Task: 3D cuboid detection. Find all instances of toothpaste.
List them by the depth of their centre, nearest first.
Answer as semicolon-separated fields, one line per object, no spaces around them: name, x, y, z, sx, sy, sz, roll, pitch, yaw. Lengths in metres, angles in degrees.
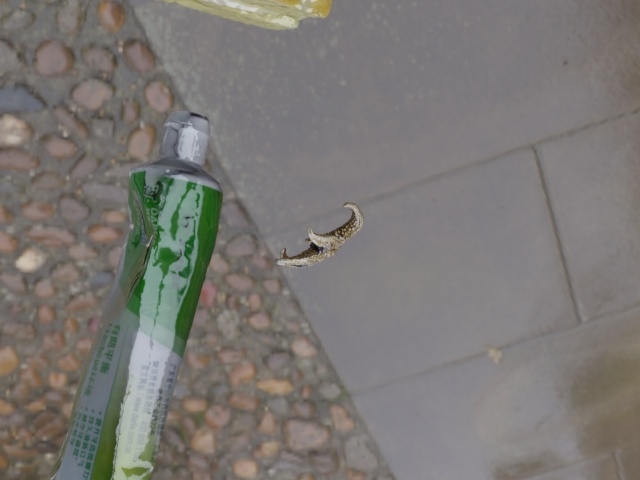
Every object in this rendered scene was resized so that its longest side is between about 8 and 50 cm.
toothpaste;-0.094;0.055;0.511;0.078;0.247;0.047;5;168;41

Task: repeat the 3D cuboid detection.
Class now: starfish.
starfish;0.000;0.000;0.811;0.078;0.028;0.091;-33;175;-1

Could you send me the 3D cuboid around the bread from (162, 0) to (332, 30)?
bread;-0.094;-0.324;0.863;0.239;0.111;0.246;7;91;-36
